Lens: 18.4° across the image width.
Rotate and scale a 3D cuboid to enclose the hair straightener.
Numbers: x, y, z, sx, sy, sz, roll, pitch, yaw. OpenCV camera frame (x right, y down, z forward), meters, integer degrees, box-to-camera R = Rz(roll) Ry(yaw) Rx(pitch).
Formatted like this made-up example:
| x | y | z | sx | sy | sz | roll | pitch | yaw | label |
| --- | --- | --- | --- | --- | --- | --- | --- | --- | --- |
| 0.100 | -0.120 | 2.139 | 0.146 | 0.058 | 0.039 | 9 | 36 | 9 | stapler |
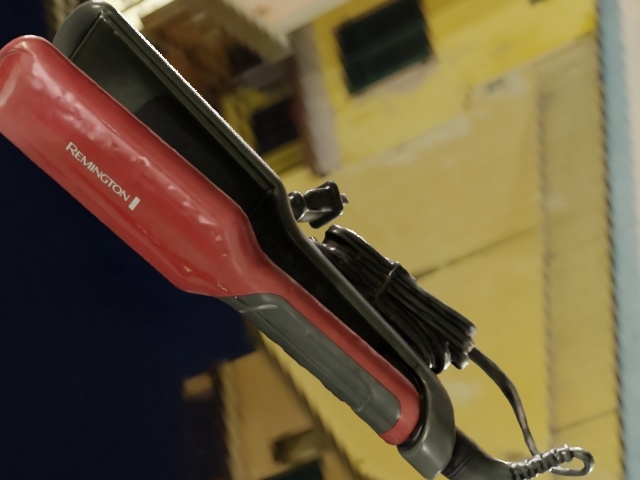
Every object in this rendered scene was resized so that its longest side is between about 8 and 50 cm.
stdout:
| x | y | z | sx | sy | sz | roll | pitch | yaw | label |
| --- | --- | --- | --- | --- | --- | --- | --- | --- | --- |
| 0.000 | 0.000 | 0.654 | 0.230 | 0.047 | 0.089 | 37 | -145 | 5 | hair straightener |
